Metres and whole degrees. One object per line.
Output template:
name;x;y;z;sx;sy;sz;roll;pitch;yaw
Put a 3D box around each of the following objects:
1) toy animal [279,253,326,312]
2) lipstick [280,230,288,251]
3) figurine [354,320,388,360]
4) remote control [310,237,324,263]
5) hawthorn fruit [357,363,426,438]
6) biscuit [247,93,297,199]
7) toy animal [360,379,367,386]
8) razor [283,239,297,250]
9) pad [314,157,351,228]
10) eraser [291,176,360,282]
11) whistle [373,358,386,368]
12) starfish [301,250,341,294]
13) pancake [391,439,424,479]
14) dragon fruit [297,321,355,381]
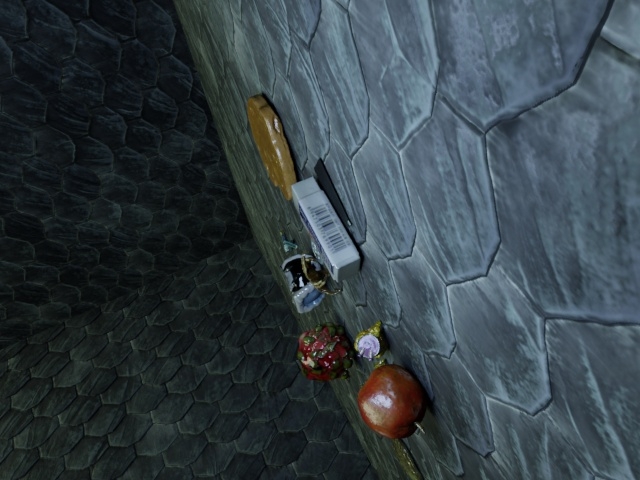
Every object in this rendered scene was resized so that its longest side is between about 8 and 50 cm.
toy animal;-0.058;0.169;1.822;0.204;0.156;0.208;75;173;-48
lipstick;-0.181;0.001;2.322;0.037;0.037;0.116;112;137;-74
figurine;0.155;0.290;1.336;0.094;0.115;0.156;25;174;19
remote control;0.000;0.000;1.480;0.244;0.047;0.087;87;158;-63
hawthorn fruit;0.199;0.428;1.183;0.200;0.179;0.179;27;144;45
biscuit;-0.158;-0.310;1.522;0.312;0.057;0.351;-148;37;-70
toy animal;0.195;0.635;1.927;0.075;0.041;0.217;61;172;14
razor;-0.143;0.022;2.188;0.068;0.037;0.191;23;171;-1
pad;0.029;-0.118;1.205;0.193;0.004;0.116;64;170;2
eraser;0.013;-0.031;1.255;0.279;0.081;0.124;62;171;22
whistle;0.210;0.433;1.443;0.109;0.046;0.057;59;154;1
starfish;-0.011;0.117;1.590;0.190;0.074;0.146;49;-172;-39
pancake;0.336;0.860;1.779;0.212;0.029;0.235;70;167;-18
dragon fruit;0.025;0.474;1.907;0.303;0.237;0.231;63;-164;-52
